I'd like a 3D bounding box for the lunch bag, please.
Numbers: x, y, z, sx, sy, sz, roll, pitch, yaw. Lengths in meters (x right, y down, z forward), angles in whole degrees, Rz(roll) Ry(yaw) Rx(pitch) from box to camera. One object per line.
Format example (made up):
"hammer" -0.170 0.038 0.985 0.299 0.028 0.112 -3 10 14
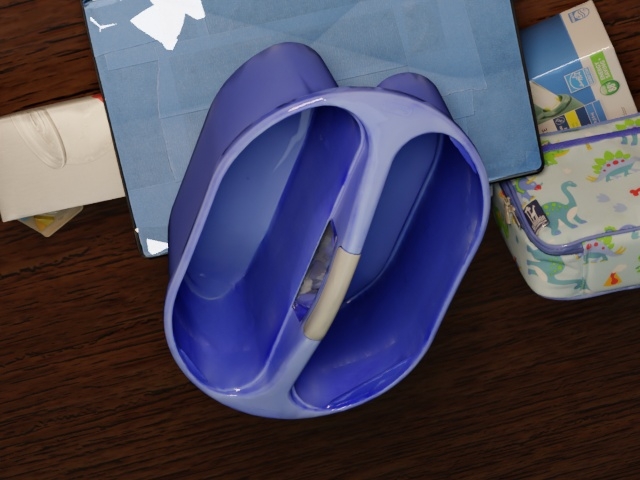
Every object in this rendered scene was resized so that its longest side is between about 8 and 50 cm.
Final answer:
"lunch bag" 0.276 -0.039 1.649 0.219 0.176 0.090 -11 132 -7

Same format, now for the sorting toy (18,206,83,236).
"sorting toy" -0.267 -0.039 1.743 0.083 0.012 0.062 -37 130 22

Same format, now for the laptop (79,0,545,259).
"laptop" -0.017 -0.209 1.466 0.382 0.236 0.408 -13 155 -1

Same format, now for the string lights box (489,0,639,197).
"string lights box" 0.172 -0.120 1.720 0.260 0.076 0.133 -23 136 9

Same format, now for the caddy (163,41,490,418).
"caddy" 0.000 0.000 1.497 0.241 0.179 0.341 13 122 -17

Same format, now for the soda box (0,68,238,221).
"soda box" -0.164 -0.096 1.633 0.286 0.091 0.098 -12 98 -1
